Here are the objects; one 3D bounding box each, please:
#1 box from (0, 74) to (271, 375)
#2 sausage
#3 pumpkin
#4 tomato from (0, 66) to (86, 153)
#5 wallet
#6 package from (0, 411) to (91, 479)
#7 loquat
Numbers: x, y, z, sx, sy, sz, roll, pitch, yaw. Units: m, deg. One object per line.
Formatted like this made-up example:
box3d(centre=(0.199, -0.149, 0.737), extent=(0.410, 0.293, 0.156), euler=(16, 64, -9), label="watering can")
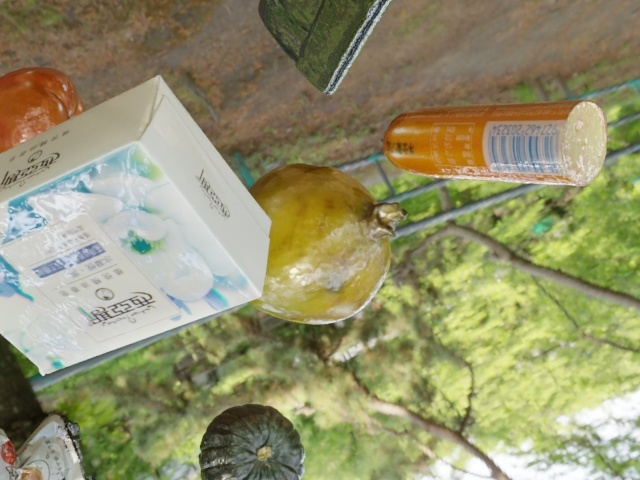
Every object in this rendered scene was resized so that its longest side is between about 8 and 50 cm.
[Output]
box3d(centre=(-0.217, -0.004, 0.806), extent=(0.274, 0.203, 0.116), euler=(-20, -142, 19), label="box")
box3d(centre=(0.181, -0.116, 0.979), extent=(0.093, 0.093, 0.312), euler=(-21, -162, -36), label="sausage")
box3d(centre=(-0.137, 0.434, 1.636), extent=(0.221, 0.220, 0.162), euler=(-22, 168, -31), label="pumpkin")
box3d(centre=(-0.541, -0.210, 1.564), extent=(0.180, 0.259, 0.260), euler=(-6, 170, 0), label="tomato")
box3d(centre=(-0.003, -0.409, 1.391), extent=(0.062, 0.228, 0.406), euler=(-37, 178, -16), label="wallet")
box3d(centre=(-0.478, 0.434, 1.391), extent=(0.194, 0.269, 0.071), euler=(-11, -179, -11), label="package")
box3d(centre=(0.000, 0.000, 1.044), extent=(0.246, 0.213, 0.213), euler=(-20, 176, 35), label="loquat")
